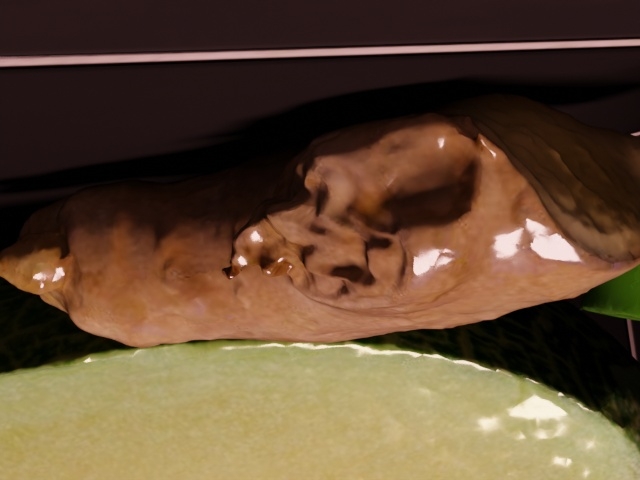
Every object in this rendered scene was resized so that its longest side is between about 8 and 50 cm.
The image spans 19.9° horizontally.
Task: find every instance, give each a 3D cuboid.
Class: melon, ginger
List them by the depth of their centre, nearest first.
[{"bbox_3d":[0.004,0.000,0.601,0.213,0.074,0.137,-15,163,36],"label":"ginger"},{"bbox_3d":[-0.031,0.083,0.796,0.344,0.226,0.331,-20,165,9],"label":"melon"}]

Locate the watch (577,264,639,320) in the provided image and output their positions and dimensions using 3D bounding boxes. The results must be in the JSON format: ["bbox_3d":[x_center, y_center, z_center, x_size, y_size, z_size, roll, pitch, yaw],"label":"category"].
[{"bbox_3d":[0.224,0.010,1.009,0.152,0.131,0.165,10,-177,7],"label":"watch"}]
